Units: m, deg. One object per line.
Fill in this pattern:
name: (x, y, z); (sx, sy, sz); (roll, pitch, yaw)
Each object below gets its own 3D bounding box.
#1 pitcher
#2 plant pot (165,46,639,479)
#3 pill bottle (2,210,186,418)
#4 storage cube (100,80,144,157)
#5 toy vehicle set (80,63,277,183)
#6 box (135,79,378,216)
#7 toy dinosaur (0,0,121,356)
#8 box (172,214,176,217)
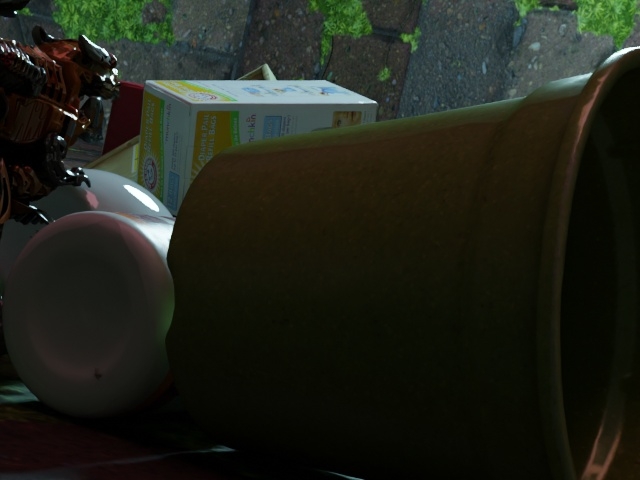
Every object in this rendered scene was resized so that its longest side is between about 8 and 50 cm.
pitcher: (-0.126, 0.033, 1.366); (0.177, 0.125, 0.207); (29, 0, 25)
plant pot: (0.063, 0.035, 1.070); (0.254, 0.276, 0.276); (1, -2, 28)
pill bottle: (-0.086, 0.046, 1.190); (0.121, 0.121, 0.221); (14, 5, 28)
storage cube: (-0.141, -0.076, 2.214); (0.193, 0.184, 0.215); (12, 4, 10)
toy vehicle set: (-0.159, -0.091, 2.028); (0.267, 0.035, 0.166); (-29, 18, 6)
box: (-0.063, -0.088, 1.829); (0.203, 0.114, 0.103); (-2, 17, -31)
toy dinosaur: (-0.245, -0.047, 1.170); (0.322, 0.218, 0.164); (-6, 21, -38)
box: (-0.038, 0.002, 1.887); (0.242, 0.077, 0.307); (15, 15, 29)
